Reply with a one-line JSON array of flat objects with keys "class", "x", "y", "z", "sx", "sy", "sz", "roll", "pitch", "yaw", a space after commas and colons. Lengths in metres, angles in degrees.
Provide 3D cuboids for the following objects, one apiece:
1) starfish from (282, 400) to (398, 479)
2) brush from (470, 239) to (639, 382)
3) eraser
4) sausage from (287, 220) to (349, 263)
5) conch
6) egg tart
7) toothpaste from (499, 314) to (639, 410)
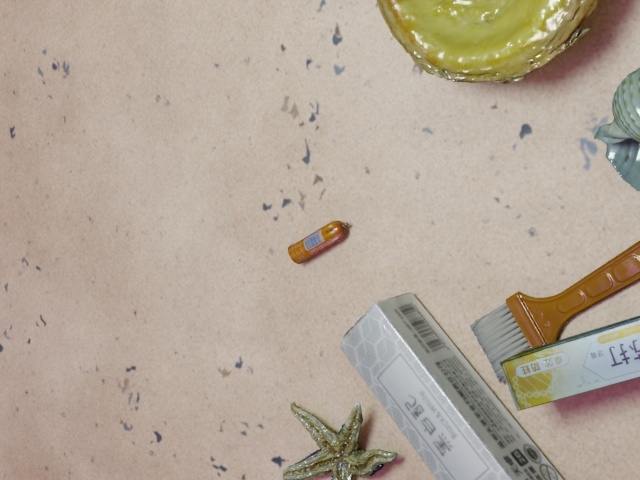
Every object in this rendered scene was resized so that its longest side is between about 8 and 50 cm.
[{"class": "starfish", "x": 0.010, "y": 0.296, "z": 1.427, "sx": 0.208, "sy": 0.053, "sz": 0.176, "roll": -49, "pitch": 67, "yaw": 27}, {"class": "brush", "x": 0.313, "y": 0.065, "z": 1.197, "sx": 0.314, "sy": 0.017, "sz": 0.090, "roll": -37, "pitch": 73, "yaw": 33}, {"class": "eraser", "x": 0.188, "y": 0.252, "z": 1.262, "sx": 0.404, "sy": 0.098, "sz": 0.096, "roll": 53, "pitch": 123, "yaw": 20}, {"class": "sausage", "x": 0.000, "y": 0.000, "z": 1.414, "sx": 0.107, "sy": 0.031, "sz": 0.031, "roll": -29, "pitch": 78, "yaw": 35}, {"class": "conch", "x": 0.369, "y": -0.120, "z": 1.075, "sx": 0.102, "sy": 0.153, "sz": 0.135, "roll": -21, "pitch": 81, "yaw": -4}, {"class": "egg tart", "x": 0.204, "y": -0.331, "z": 1.167, "sx": 0.315, "sy": 0.120, "sz": 0.315, "roll": 3, "pitch": 96, "yaw": 37}, {"class": "toothpaste", "x": 0.358, "y": 0.117, "z": 1.114, "sx": 0.312, "sy": 0.089, "sz": 0.071, "roll": -23, "pitch": 81, "yaw": 33}]
